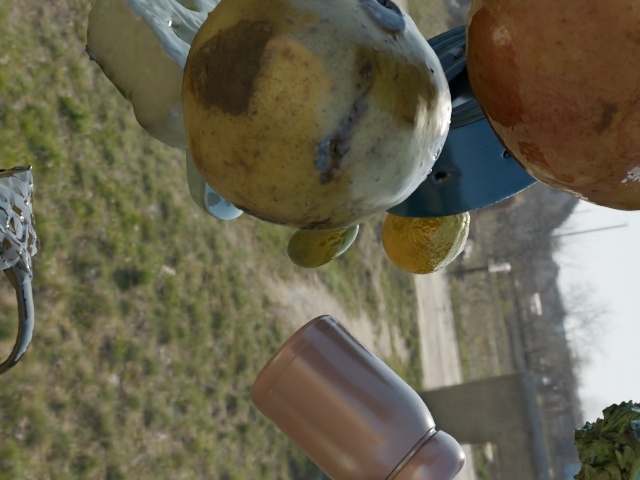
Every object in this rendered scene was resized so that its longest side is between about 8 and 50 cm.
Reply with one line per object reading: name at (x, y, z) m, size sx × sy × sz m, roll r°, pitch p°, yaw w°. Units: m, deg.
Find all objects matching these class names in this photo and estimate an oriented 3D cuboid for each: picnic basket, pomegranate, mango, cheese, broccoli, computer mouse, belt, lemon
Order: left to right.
picnic basket at (-0.561, 0.065, 1.359) m, size 0.337 × 0.293 × 0.337 m, roll -4°, pitch 90°, yaw -76°
cheese at (-0.182, -0.247, 1.273) m, size 0.318 × 0.115 × 0.326 m, roll 39°, pitch 24°, yaw -18°
computer mouse at (-0.167, -0.149, 1.577) m, size 0.128 × 0.079 × 0.230 m, roll -5°, pitch 91°, yaw -52°
pomegranate at (-0.010, -0.147, 0.944) m, size 0.281 × 0.281 × 0.281 m, roll -10°, pitch 90°, yaw -77°
mango at (-0.003, 0.002, 1.962) m, size 0.122 × 0.191 × 0.085 m, roll -44°, pitch 104°, yaw -27°
lemon at (0.187, -0.019, 1.598) m, size 0.142 × 0.187 × 0.142 m, roll 33°, pitch 26°, yaw -18°
belt at (0.239, -0.201, 1.411) m, size 0.436 × 0.300 × 0.173 m, roll -41°, pitch 130°, yaw -29°
broccoli at (0.531, 0.419, 1.436) m, size 0.302 × 0.249 × 0.375 m, roll -85°, pitch 173°, yaw -53°
pomegranate at (0.301, -0.180, 0.795) m, size 0.338 × 0.338 × 0.338 m, roll -10°, pitch 90°, yaw -77°

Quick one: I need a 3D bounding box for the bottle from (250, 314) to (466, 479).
bottle at (0.048, 0.267, 1.270) m, size 0.206 × 0.297 × 0.173 m, roll -37°, pitch 162°, yaw -36°
